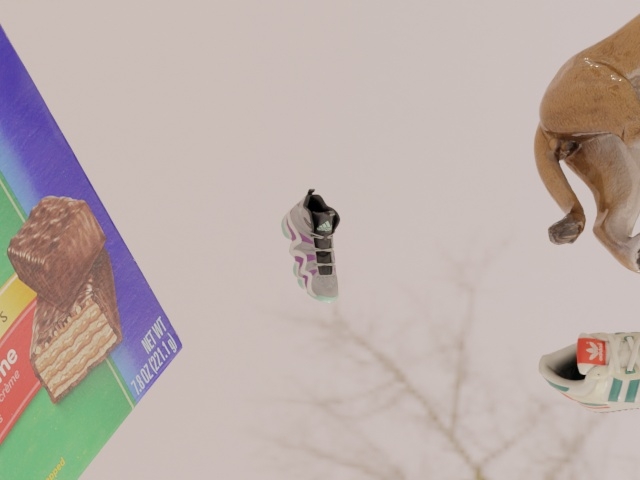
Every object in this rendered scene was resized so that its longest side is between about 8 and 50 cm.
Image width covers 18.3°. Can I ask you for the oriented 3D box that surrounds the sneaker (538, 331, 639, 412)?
[{"bbox_3d":[0.244,0.100,1.575,0.075,0.161,0.057,24,-116,-37],"label":"sneaker"}]

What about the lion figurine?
[{"bbox_3d":[0.278,-0.138,1.503,0.392,0.240,0.142,-29,-56,-14],"label":"lion figurine"}]

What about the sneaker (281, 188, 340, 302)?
[{"bbox_3d":[0.000,0.000,1.736,0.038,0.069,0.098,-7,-120,-33],"label":"sneaker"}]

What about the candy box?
[{"bbox_3d":[-0.238,0.022,0.972,0.268,0.122,0.317,-53,-49,-34],"label":"candy box"}]
